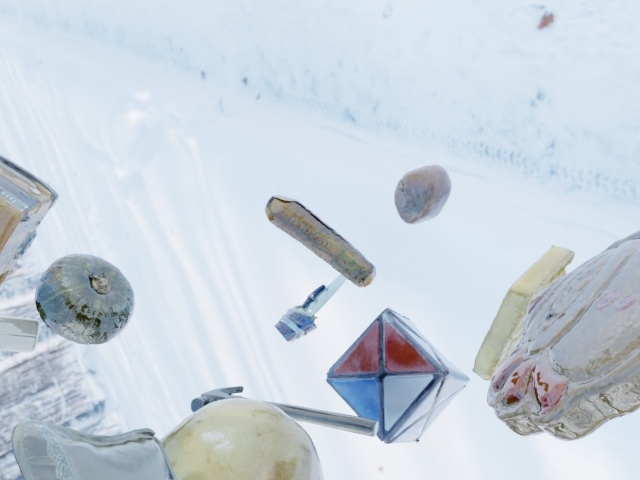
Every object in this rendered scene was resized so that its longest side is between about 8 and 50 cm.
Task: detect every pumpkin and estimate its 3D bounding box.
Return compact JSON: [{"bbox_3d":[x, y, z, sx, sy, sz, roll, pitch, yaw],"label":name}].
[{"bbox_3d":[-0.530,0.133,1.435,0.157,0.223,0.224,-42,69,29],"label":"pumpkin"}]

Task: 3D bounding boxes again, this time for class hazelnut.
[{"bbox_3d":[0.332,-0.154,2.104,0.181,0.181,0.212,56,131,21],"label":"hazelnut"}]

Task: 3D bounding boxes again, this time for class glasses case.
[{"bbox_3d":[-0.797,0.210,1.498,0.336,0.144,0.076,-3,77,44],"label":"glasses case"}]

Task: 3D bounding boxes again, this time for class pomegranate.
[{"bbox_3d":[-0.133,0.387,0.967,0.319,0.319,0.319,46,149,39],"label":"pomegranate"}]

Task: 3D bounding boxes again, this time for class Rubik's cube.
[{"bbox_3d":[0.251,0.434,2.034,0.305,0.307,0.310,43,-174,31],"label":"Rubik's cube"}]

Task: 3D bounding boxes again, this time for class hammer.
[{"bbox_3d":[-0.080,0.409,1.510,0.439,0.168,0.044,5,91,20],"label":"hammer"}]

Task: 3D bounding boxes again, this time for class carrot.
[{"bbox_3d":[0.000,0.000,1.259,0.260,0.070,0.070,39,148,14],"label":"carrot"}]

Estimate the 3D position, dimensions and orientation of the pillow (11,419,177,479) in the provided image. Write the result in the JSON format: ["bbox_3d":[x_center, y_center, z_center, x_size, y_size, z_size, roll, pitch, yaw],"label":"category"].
[{"bbox_3d":[-0.155,0.203,0.500,0.130,0.033,0.217,56,-179,25],"label":"pillow"}]

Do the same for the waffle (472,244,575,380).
[{"bbox_3d":[0.413,0.147,1.302,0.055,0.221,0.248,34,131,27],"label":"waffle"}]

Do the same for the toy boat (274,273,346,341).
[{"bbox_3d":[-0.007,0.157,1.633,0.070,0.291,0.210,52,146,-10],"label":"toy boat"}]

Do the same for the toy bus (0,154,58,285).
[{"bbox_3d":[-0.356,0.016,0.613,0.098,0.201,0.114,34,-174,-10],"label":"toy bus"}]

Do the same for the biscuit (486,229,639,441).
[{"bbox_3d":[0.352,0.101,0.805,0.074,0.359,0.381,45,175,-3],"label":"biscuit"}]
